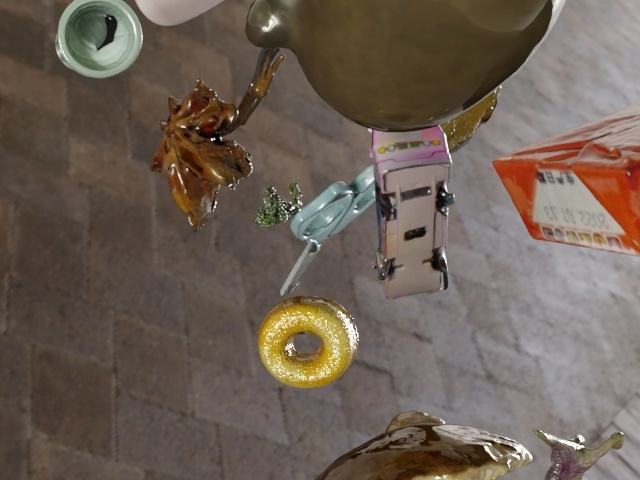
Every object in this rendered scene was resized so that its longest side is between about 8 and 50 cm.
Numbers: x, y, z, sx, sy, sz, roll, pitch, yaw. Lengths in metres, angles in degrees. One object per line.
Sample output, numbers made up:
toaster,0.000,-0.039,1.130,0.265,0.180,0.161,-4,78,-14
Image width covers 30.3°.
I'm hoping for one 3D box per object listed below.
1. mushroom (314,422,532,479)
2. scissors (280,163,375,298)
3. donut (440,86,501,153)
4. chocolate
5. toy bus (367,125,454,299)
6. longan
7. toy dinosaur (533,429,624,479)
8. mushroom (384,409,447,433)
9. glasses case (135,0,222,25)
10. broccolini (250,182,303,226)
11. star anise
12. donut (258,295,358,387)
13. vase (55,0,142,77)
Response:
mushroom,0.071,0.303,1.003,0.208,0.233,0.302,3,68,7
scissors,0.001,0.001,1.684,0.191,0.360,0.029,-29,73,-32
donut,0.240,-0.301,2.356,0.272,0.272,0.107,4,24,-44
chocolate,0.338,-0.073,1.194,0.237,0.108,0.235,-23,15,-21
toy bus,0.101,-0.040,1.364,0.090,0.274,0.112,-8,57,-2
longan,0.075,-0.237,1.048,0.300,0.300,0.243,24,27,-20
toy dinosaur,0.362,0.328,1.735,0.200,0.251,0.072,-29,58,-36
mushroom,0.106,0.371,1.461,0.128,0.350,0.128,4,26,-2
glasses case,-0.138,-0.417,1.708,0.075,0.297,0.113,63,8,33
broccolini,-0.046,-0.049,1.645,0.052,0.054,0.194,30,14,6
star anise,-0.169,-0.186,1.975,0.237,0.346,0.148,28,-2,45
donut,-0.020,0.153,1.747,0.152,0.152,0.058,36,7,-1
vase,-0.410,-0.359,2.123,0.143,0.143,0.299,27,-1,-17
